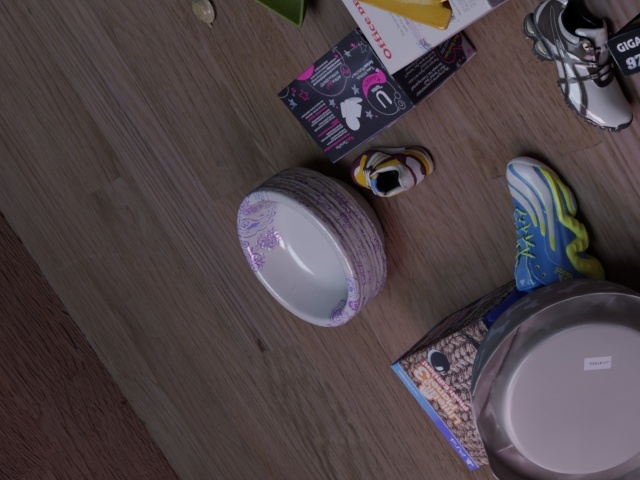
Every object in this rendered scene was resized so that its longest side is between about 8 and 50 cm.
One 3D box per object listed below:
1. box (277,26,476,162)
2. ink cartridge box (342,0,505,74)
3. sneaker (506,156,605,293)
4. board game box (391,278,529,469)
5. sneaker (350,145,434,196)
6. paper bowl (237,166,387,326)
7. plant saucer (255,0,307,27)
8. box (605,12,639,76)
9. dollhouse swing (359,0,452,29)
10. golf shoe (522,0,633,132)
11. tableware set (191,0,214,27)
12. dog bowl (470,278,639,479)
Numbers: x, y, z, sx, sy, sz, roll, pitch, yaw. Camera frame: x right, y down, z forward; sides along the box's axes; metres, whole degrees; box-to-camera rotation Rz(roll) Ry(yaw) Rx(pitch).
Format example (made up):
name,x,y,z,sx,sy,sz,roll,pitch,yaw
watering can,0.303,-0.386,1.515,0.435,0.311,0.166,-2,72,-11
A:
name,x,y,z,sx,sy,sz,roll,pitch,yaw
box,0.082,-0.244,1.784,0.142,0.163,0.247,52,148,-6
ink cartridge box,0.158,-0.359,1.574,0.171,0.168,0.232,58,147,-5
sneaker,0.322,0.000,1.752,0.240,0.126,0.091,57,147,-8
board game box,0.295,0.221,1.983,0.232,0.141,0.291,52,147,1
sneaker,0.096,-0.108,1.968,0.185,0.084,0.070,-9,114,53
paper bowl,0.000,0.000,2.132,0.284,0.148,0.284,32,141,30
plant saucer,-0.079,-0.456,1.889,0.188,0.045,0.188,35,144,24
box,0.443,-0.265,1.306,0.220,0.175,0.051,-17,109,56
dollhouse swing,0.097,-0.488,1.387,0.315,0.305,0.347,21,123,5
golf shoe,0.345,-0.229,1.553,0.198,0.077,0.094,51,147,0
tableware set,-0.222,-0.454,2.094,0.141,0.020,0.169,50,149,7
dog bowl,0.376,0.211,1.733,0.102,0.348,0.349,-106,-5,-66
